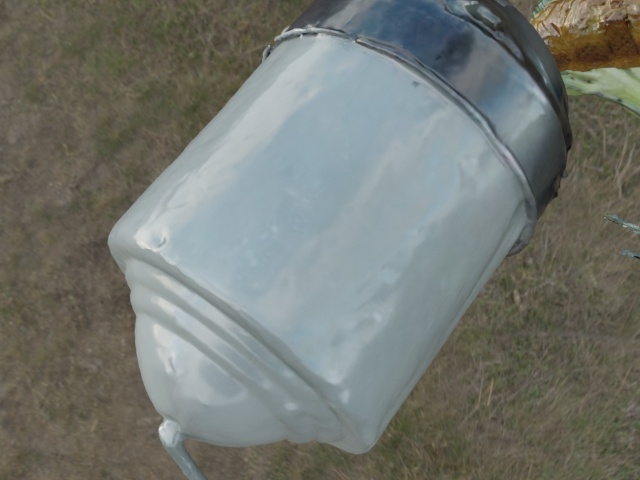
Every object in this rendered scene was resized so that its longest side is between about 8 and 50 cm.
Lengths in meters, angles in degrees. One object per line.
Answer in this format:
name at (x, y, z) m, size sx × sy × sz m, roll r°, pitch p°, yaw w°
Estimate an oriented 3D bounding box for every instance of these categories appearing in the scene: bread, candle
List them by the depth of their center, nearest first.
candle at (0.000, 0.000, 0.544) m, size 0.221 × 0.221 × 0.342 m, roll 31°, pitch 68°, yaw 20°
bread at (0.295, -0.217, 0.833) m, size 0.233 × 0.105 × 0.076 m, roll 1°, pitch 70°, yaw 36°

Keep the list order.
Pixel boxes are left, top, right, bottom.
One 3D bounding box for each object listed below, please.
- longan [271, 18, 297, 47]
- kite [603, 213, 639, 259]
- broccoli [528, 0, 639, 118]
longan at (-0.005, -0.229, 1.026) m, size 0.113 × 0.113 × 0.092 m, roll 0°, pitch 65°, yaw 10°
kite at (0.368, 0.011, 0.831) m, size 0.250 × 0.229 × 0.012 m, roll 34°, pitch 117°, yaw 58°
broccoli at (0.375, -0.242, 1.037) m, size 0.245 × 0.248 × 0.288 m, roll 44°, pitch 98°, yaw 22°
